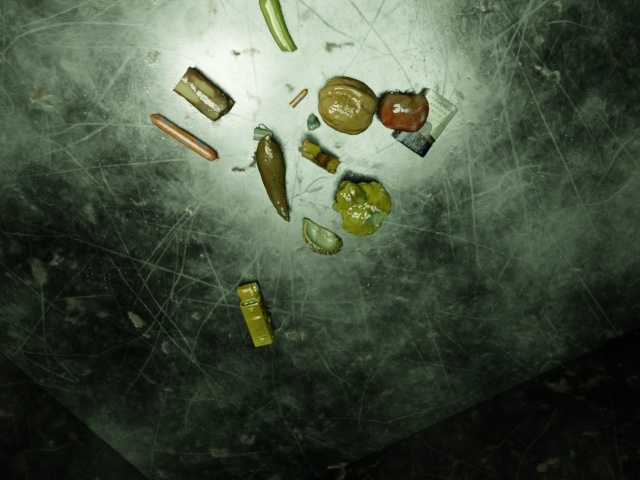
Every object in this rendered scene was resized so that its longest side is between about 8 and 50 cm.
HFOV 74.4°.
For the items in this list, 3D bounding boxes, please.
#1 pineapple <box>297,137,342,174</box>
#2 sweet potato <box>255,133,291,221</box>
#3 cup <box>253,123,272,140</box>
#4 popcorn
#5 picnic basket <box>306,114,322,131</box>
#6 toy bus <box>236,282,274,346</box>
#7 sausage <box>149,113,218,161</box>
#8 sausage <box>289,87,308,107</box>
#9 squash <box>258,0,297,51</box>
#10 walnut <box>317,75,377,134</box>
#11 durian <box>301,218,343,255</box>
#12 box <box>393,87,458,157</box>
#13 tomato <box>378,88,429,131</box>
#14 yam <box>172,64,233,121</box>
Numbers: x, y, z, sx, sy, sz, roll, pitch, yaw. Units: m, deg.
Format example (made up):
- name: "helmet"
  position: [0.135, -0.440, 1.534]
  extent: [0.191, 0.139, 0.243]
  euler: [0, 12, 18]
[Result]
- name: "pineapple"
  position: [-0.020, -0.386, 1.893]
  extent: [0.233, 0.135, 0.079]
  euler: [30, 88, -40]
- name: "sweet potato"
  position: [-0.211, -0.283, 1.929]
  extent: [0.130, 0.130, 0.423]
  euler: [-8, 119, 3]
- name: "cup"
  position: [-0.259, -0.480, 1.897]
  extent: [0.083, 0.075, 0.054]
  euler: [7, 149, -7]
- name: "popcorn"
  position: [0.185, -0.148, 1.944]
  extent: [0.276, 0.225, 0.277]
  euler: [4, 71, -13]
- name: "picnic basket"
  position: [-0.033, -0.519, 1.875]
  extent: [0.065, 0.083, 0.083]
  euler: [-22, 156, 7]
- name: "toy bus"
  position: [-0.341, 0.391, 2.218]
  extent: [0.121, 0.123, 0.336]
  euler: [-13, 113, 5]
- name: "sausage"
  position: [-0.611, -0.460, 1.891]
  extent: [0.347, 0.053, 0.053]
  euler: [33, 109, -14]
- name: "sausage"
  position: [-0.091, -0.624, 1.842]
  extent: [0.107, 0.031, 0.031]
  euler: [-40, 108, 14]
- name: "squash"
  position: [-0.176, -0.882, 1.706]
  extent: [0.083, 0.083, 0.250]
  euler: [-22, 114, 8]
- name: "walnut"
  position: [0.109, -0.567, 1.766]
  extent: [0.257, 0.257, 0.225]
  euler: [19, 79, -9]
- name: "durian"
  position: [0.000, 0.000, 2.072]
  extent: [0.252, 0.144, 0.139]
  euler: [24, 89, -5]
- name: "box"
  position: [0.464, -0.520, 1.870]
  extent: [0.168, 0.071, 0.259]
  euler: [29, 109, -12]
- name: "tomato"
  position: [0.341, -0.549, 1.771]
  extent: [0.214, 0.155, 0.181]
  euler: [10, 105, 21]
- name: "yam"
  position: [-0.498, -0.615, 1.793]
  extent: [0.238, 0.129, 0.128]
  euler: [39, 72, -16]
